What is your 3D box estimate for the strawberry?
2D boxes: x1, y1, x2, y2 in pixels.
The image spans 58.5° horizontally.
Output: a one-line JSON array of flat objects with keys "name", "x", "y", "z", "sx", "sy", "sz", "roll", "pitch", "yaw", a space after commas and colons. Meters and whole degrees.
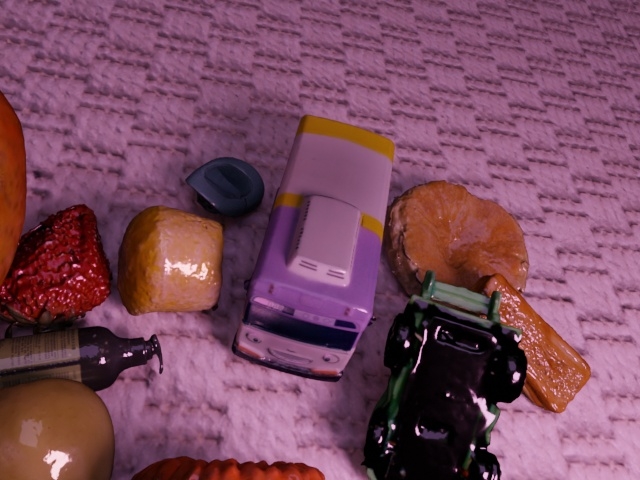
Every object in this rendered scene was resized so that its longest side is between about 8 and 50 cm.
[{"name": "strawberry", "x": -0.445, "y": 0.039, "z": 0.955, "sx": 0.188, "sy": 0.106, "sz": 0.286, "roll": 7, "pitch": 52, "yaw": -14}]

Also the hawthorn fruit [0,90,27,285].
[{"name": "hawthorn fruit", "x": -0.643, "y": -0.054, "z": 0.759, "sx": 0.471, "sy": 0.472, "sz": 0.472, "roll": 9, "pitch": 52, "yaw": -11}]

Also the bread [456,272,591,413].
[{"name": "bread", "x": 0.382, "y": 0.187, "z": 1.076, "sx": 0.271, "sy": 0.077, "sz": 0.139, "roll": 45, "pitch": 72, "yaw": 0}]

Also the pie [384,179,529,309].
[{"name": "pie", "x": 0.290, "y": 0.015, "z": 1.214, "sx": 0.339, "sy": 0.083, "sz": 0.340, "roll": 7, "pitch": 56, "yaw": -11}]

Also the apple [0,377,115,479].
[{"name": "apple", "x": -0.365, "y": 0.276, "z": 0.753, "sx": 0.199, "sy": 0.200, "sz": 0.200, "roll": 9, "pitch": 52, "yaw": -11}]

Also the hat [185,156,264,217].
[{"name": "hat", "x": -0.200, "y": -0.099, "z": 1.160, "sx": 0.138, "sy": 0.078, "sz": 0.191, "roll": 44, "pitch": 35, "yaw": 6}]

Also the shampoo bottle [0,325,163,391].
[{"name": "shampoo bottle", "x": -0.386, "y": 0.186, "z": 0.866, "sx": 0.283, "sy": 0.101, "sz": 0.101, "roll": -6, "pitch": 56, "yaw": -21}]

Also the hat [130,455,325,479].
[{"name": "hat", "x": -0.126, "y": 0.454, "z": 0.640, "sx": 0.285, "sy": 0.285, "sz": 0.401, "roll": 11, "pitch": 57, "yaw": -9}]

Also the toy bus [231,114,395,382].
[{"name": "toy bus", "x": 0.000, "y": 0.000, "z": 1.030, "sx": 0.209, "sy": 0.249, "sz": 0.440, "roll": 17, "pitch": 51, "yaw": -4}]

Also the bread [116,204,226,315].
[{"name": "bread", "x": -0.258, "y": 0.036, "z": 0.978, "sx": 0.170, "sy": 0.197, "sz": 0.197, "roll": 9, "pitch": 51, "yaw": -26}]

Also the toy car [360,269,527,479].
[{"name": "toy car", "x": 0.199, "y": 0.236, "z": 0.937, "sx": 0.213, "sy": 0.176, "sz": 0.359, "roll": 16, "pitch": 87, "yaw": 4}]
